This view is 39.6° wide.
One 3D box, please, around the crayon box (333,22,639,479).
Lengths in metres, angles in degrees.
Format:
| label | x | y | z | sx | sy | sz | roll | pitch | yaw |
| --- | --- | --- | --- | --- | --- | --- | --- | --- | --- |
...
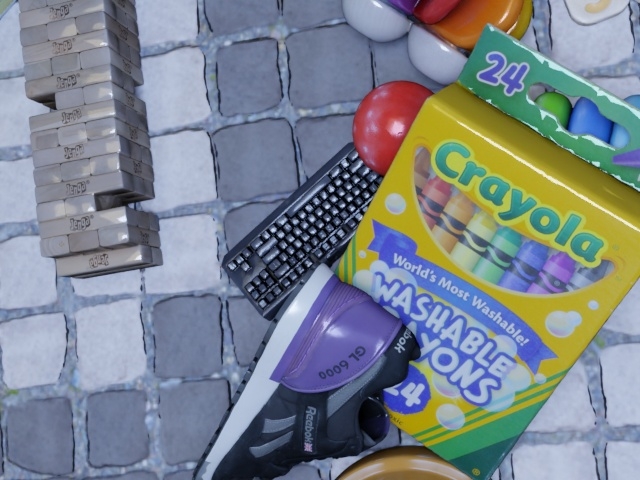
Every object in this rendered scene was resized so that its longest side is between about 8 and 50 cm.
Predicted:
| label | x | y | z | sx | sy | sz | roll | pitch | yaw |
| --- | --- | --- | --- | --- | --- | --- | --- | --- | --- |
| crayon box | 0.133 | 0.019 | 0.723 | 0.203 | 0.083 | 0.323 | 33 | 119 | 11 |

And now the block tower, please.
| label | x | y | z | sx | sy | sz | roll | pitch | yaw |
| --- | --- | --- | --- | --- | --- | --- | --- | --- | --- |
| block tower | -0.226 | -0.137 | 0.867 | 0.097 | 0.091 | 0.336 | -10 | 84 | 9 |

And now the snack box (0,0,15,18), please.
| label | x | y | z | sx | sy | sz | roll | pitch | yaw |
| --- | --- | --- | --- | --- | --- | --- | --- | --- | --- |
| snack box | -0.435 | -0.193 | 0.860 | 0.060 | 0.187 | 0.322 | 43 | 93 | 11 |

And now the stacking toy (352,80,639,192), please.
| label | x | y | z | sx | sy | sz | roll | pitch | yaw |
| --- | --- | --- | --- | --- | --- | --- | --- | --- | --- |
| stacking toy | 0.189 | -0.080 | 0.780 | 0.330 | 0.141 | 0.141 | 12 | 88 | 18 |

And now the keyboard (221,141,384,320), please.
| label | x | y | z | sx | sy | sz | roll | pitch | yaw |
| --- | --- | --- | --- | --- | --- | --- | --- | --- | --- |
| keyboard | 0.000 | 0.000 | 0.850 | 0.180 | 0.023 | 0.108 | -42 | 80 | 5 |

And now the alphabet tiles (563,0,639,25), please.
| label | x | y | z | sx | sy | sz | roll | pitch | yaw |
| --- | --- | --- | --- | --- | --- | --- | --- | --- | --- |
| alphabet tiles | 0.270 | -0.354 | 0.831 | 0.284 | 0.021 | 0.278 | -20 | 83 | 8 |

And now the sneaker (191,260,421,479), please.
| label | x | y | z | sx | sy | sz | roll | pitch | yaw |
| --- | --- | --- | --- | --- | --- | --- | --- | --- | --- |
| sneaker | -0.015 | 0.158 | 0.748 | 0.124 | 0.107 | 0.283 | 31 | 128 | 5 |

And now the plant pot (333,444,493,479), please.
| label | x | y | z | sx | sy | sz | roll | pitch | yaw |
| --- | --- | --- | --- | --- | --- | --- | --- | --- | --- |
| plant pot | 0.071 | 0.285 | 0.729 | 0.205 | 0.188 | 0.205 | -1 | 85 | 10 |

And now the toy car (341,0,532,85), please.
| label | x | y | z | sx | sy | sz | roll | pitch | yaw |
| --- | --- | --- | --- | --- | --- | --- | --- | --- | --- |
| toy car | 0.101 | -0.235 | 0.782 | 0.182 | 0.136 | 0.159 | 36 | 106 | 11 |
